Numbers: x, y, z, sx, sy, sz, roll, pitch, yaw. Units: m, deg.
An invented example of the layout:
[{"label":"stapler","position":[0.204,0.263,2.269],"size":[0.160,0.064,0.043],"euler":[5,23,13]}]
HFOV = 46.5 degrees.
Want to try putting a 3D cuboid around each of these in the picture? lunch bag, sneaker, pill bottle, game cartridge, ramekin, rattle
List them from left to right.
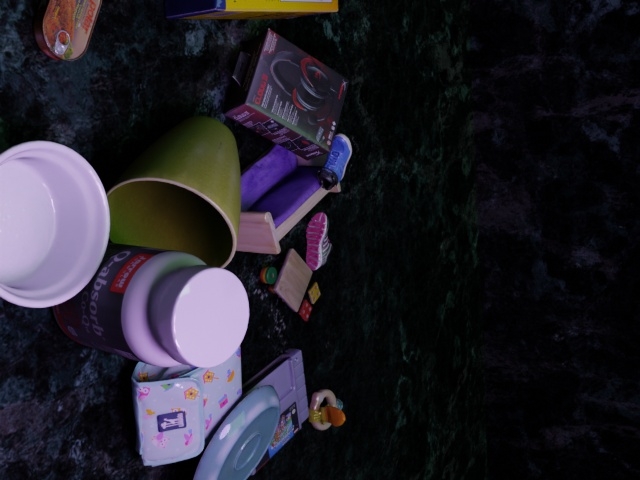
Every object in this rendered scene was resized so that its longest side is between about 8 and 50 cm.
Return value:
[{"label":"ramekin","position":[-0.510,-0.029,1.269],"size":[0.277,0.135,0.277],"euler":[-8,99,-57]},{"label":"pill bottle","position":[-0.314,0.117,1.372],"size":[0.210,0.363,0.210],"euler":[-6,98,-48]},{"label":"lunch bag","position":[-0.301,0.348,1.647],"size":[0.262,0.160,0.223],"euler":[-27,127,-48]},{"label":"game cartridge","position":[-0.147,0.470,2.019],"size":[0.355,0.068,0.230],"euler":[-32,117,-53]},{"label":"sneaker","position":[0.000,0.000,2.190],"size":[0.075,0.063,0.170],"euler":[-9,106,-58]},{"label":"sneaker","position":[0.033,-0.194,1.902],"size":[0.084,0.058,0.152],"euler":[-52,163,-43]},{"label":"rattle","position":[0.061,0.526,2.297],"size":[0.199,0.142,0.130],"euler":[34,47,-49]}]

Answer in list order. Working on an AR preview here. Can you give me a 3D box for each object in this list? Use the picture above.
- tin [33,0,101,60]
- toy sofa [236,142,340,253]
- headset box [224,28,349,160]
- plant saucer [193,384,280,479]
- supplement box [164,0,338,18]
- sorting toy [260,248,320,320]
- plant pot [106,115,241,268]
[{"label":"tin","position":[-0.468,-0.424,1.384],"size":[0.106,0.040,0.190],"euler":[31,68,-52]},{"label":"toy sofa","position":[-0.100,-0.130,1.920],"size":[0.362,0.150,0.177],"euler":[-46,133,-46]},{"label":"headset box","position":[-0.092,-0.365,1.858],"size":[0.293,0.110,0.218],"euler":[27,68,-30]},{"label":"plant saucer","position":[-0.186,0.491,1.769],"size":[0.317,0.043,0.318],"euler":[-49,156,-32]},{"label":"supplement box","position":[-0.153,-0.598,1.651],"size":[0.356,0.195,0.194],"euler":[-15,107,-42]},{"label":"sorting toy","position":[-0.085,0.114,2.079],"size":[0.274,0.046,0.132],"euler":[52,51,-48]},{"label":"plant pot","position":[-0.274,-0.120,1.562],"size":[0.293,0.274,0.275],"euler":[-76,151,-43]}]
